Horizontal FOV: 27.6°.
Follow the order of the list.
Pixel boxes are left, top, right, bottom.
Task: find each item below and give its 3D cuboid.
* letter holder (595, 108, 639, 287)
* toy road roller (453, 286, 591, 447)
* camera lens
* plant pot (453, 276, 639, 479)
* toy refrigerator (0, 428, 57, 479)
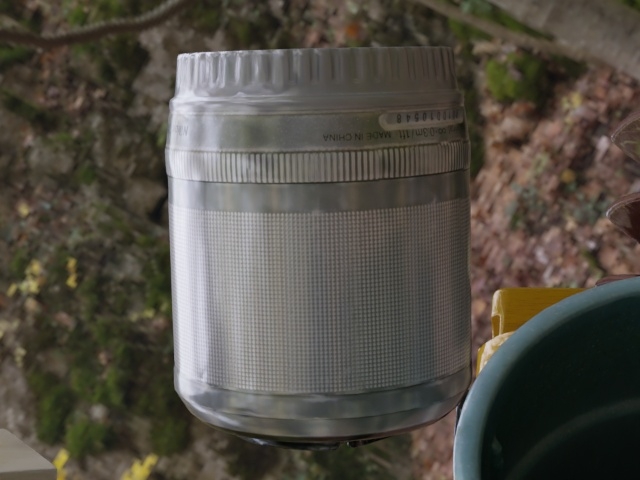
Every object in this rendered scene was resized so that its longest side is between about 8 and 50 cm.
[{"bbox_3d":[0.337,-0.004,1.198,0.152,0.214,0.302,-52,0,-2],"label":"letter holder"},{"bbox_3d":[0.275,0.202,1.548,0.329,0.202,0.241,72,-157,-56],"label":"toy road roller"},{"bbox_3d":[0.000,0.000,0.945,0.219,0.219,0.274,-35,-56,-76],"label":"camera lens"},{"bbox_3d":[0.230,0.251,0.726,0.341,0.341,0.334,-54,-26,-47],"label":"plant pot"},{"bbox_3d":[-0.330,0.197,0.910,0.269,0.094,0.102,4,-78,-43],"label":"toy refrigerator"}]
